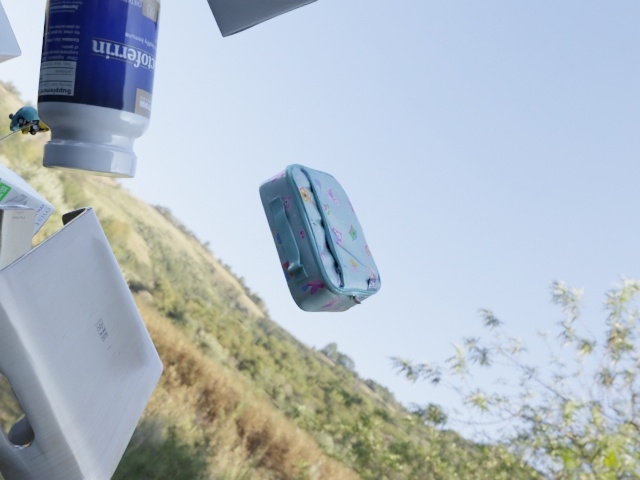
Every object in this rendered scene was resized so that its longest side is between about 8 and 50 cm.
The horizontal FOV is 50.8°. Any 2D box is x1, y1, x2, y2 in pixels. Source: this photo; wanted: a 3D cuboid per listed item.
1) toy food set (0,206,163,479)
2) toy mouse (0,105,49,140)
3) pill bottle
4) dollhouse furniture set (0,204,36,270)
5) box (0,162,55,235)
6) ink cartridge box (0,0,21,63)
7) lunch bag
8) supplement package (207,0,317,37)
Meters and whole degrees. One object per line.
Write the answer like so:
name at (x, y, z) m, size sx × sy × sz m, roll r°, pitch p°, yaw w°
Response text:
toy food set at (-0.269, 0.105, 0.701) m, size 0.306 × 0.092 × 0.220 m, roll -93°, pitch 164°, yaw -74°
toy mouse at (-0.466, -0.212, 1.140) m, size 0.143 × 0.161 × 0.031 m, roll -10°, pitch -84°, yaw 66°
pill bottle at (-0.310, -0.225, 0.939) m, size 0.153 × 0.265 × 0.153 m, roll 6°, pitch 1°, yaw 0°
dollhouse furniture set at (-0.467, -0.011, 0.846) m, size 0.123 × 0.144 × 0.151 m, roll 17°, pitch 10°, yaw 26°
box at (-0.760, -0.129, 1.478) m, size 0.262 × 0.127 × 0.231 m, roll 36°, pitch -7°, yaw 12°
ink cartridge box at (-0.744, -0.351, 1.231) m, size 0.211 × 0.289 × 0.122 m, roll -66°, pitch 138°, yaw -75°
lunch bag at (0.000, 0.000, 1.259) m, size 0.224 × 0.108 × 0.279 m, roll 13°, pitch 52°, yaw -60°
supplement package at (-0.129, -0.510, 1.088) m, size 0.177 × 0.175 × 0.293 m, roll -89°, pitch 159°, yaw -64°
